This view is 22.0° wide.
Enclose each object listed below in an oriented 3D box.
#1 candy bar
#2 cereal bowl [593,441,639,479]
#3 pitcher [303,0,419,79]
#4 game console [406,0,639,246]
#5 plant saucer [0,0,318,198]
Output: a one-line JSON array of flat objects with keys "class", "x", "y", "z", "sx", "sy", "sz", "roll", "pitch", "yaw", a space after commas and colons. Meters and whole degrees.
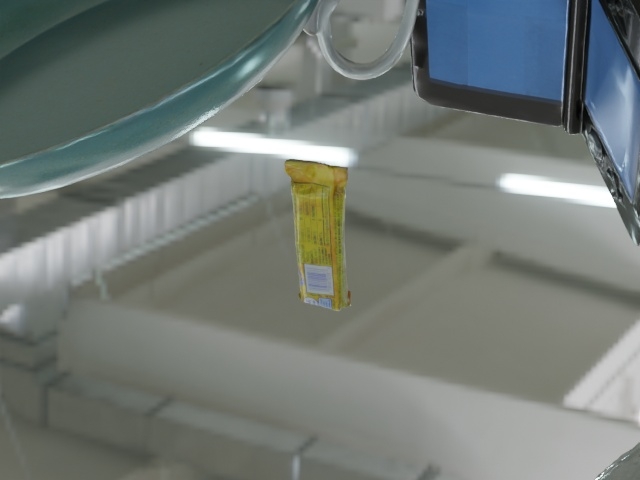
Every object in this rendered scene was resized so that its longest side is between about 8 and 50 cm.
[{"class": "candy bar", "x": 0.000, "y": 0.000, "z": 1.072, "sx": 0.040, "sy": 0.161, "sz": 0.018, "roll": 9, "pitch": -123, "yaw": 8}, {"class": "cereal bowl", "x": 0.292, "y": 0.253, "z": 0.988, "sx": 0.339, "sy": 0.339, "sz": 0.141, "roll": 4, "pitch": 159, "yaw": 5}, {"class": "pitcher", "x": 0.044, "y": -0.235, "z": 1.219, "sx": 0.178, "sy": 0.207, "sz": 0.125, "roll": 43, "pitch": -167, "yaw": -24}, {"class": "game console", "x": 0.195, "y": -0.145, "z": 1.488, "sx": 0.173, "sy": 0.293, "sz": 0.250, "roll": -16, "pitch": -123, "yaw": -3}, {"class": "plant saucer", "x": -0.135, "y": -0.115, "z": 1.012, "sx": 0.317, "sy": 0.044, "sz": 0.317, "roll": -18, "pitch": -150, "yaw": 11}]
